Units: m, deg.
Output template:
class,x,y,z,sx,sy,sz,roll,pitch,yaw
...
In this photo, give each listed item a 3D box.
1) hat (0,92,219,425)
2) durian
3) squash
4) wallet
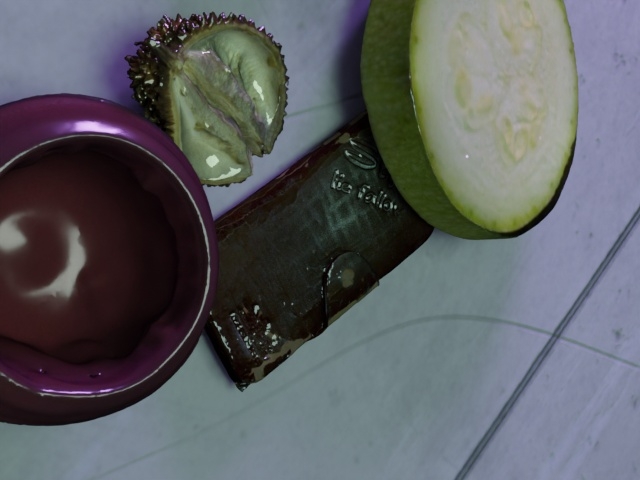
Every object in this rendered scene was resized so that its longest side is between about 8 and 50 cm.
class,x,y,z,sx,sy,sz,roll,pitch,yaw
hat,-0.155,0.011,0.727,0.206,0.089,0.205,-2,93,-36
durian,-0.085,-0.100,0.789,0.140,0.071,0.110,38,74,-53
squash,0.129,-0.125,0.974,0.252,0.049,0.252,3,86,-50
wallet,0.000,0.000,0.898,0.232,0.031,0.121,-39,114,-33
